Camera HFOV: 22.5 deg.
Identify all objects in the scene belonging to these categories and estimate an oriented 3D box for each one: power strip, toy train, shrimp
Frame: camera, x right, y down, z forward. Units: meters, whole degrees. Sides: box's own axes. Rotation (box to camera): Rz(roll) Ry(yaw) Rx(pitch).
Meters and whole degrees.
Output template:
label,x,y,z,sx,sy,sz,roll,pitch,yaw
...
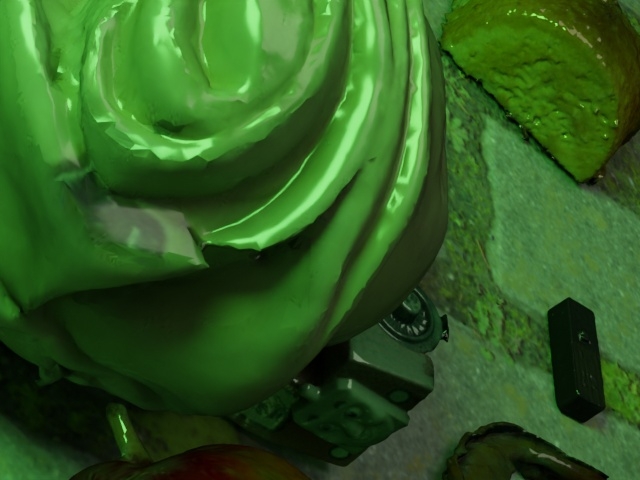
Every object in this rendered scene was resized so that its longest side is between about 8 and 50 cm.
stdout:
label,x,y,z,sx,sy,sz,roll,pitch,yaw
power strip,0.220,0.101,1.384,0.038,0.029,0.111,28,42,-28
toy train,0.000,0.000,1.155,0.159,0.129,0.326,24,44,-24
shrimp,0.191,0.220,1.237,0.253,0.058,0.173,19,38,-34

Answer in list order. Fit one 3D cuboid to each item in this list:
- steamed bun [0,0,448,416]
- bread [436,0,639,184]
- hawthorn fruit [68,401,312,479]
label,x,y,z,sx,sy,sz,roll,pitch,yaw
steamed bun,-0.082,-0.075,0.893,0.367,0.255,0.342,31,82,-9
bread,0.235,-0.174,1.558,0.229,0.139,0.143,43,45,-10
hawthorn fruit,-0.065,0.198,0.830,0.215,0.215,0.250,6,60,-44
